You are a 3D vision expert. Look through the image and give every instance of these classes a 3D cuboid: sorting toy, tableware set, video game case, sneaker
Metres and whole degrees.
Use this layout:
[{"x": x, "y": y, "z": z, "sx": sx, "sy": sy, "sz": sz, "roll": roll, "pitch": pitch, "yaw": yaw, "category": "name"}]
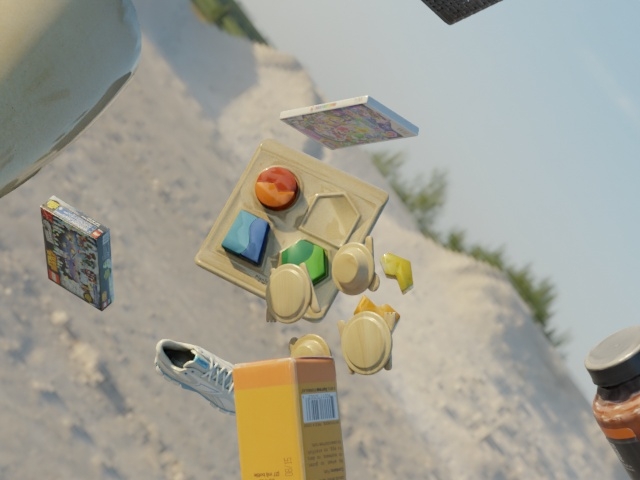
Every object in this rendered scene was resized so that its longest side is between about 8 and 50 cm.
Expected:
[{"x": 0.000, "y": 0.000, "z": 2.040, "sx": 0.307, "sy": 0.229, "sz": 0.041, "roll": 26, "pitch": -16, "yaw": 14, "category": "sorting toy"}, {"x": 0.010, "y": 0.079, "z": 1.475, "sx": 0.020, "sy": 0.169, "sz": 0.141, "roll": 6, "pitch": 70, "yaw": -50, "category": "tableware set"}, {"x": 0.030, "y": -0.122, "z": 1.492, "sx": 0.122, "sy": 0.011, "sz": 0.087, "roll": -6, "pitch": -24, "yaw": 42, "category": "video game case"}, {"x": -0.163, "y": 0.198, "z": 2.090, "sx": 0.191, "sy": 0.071, "sz": 0.083, "roll": 20, "pitch": -22, "yaw": 12, "category": "sneaker"}]

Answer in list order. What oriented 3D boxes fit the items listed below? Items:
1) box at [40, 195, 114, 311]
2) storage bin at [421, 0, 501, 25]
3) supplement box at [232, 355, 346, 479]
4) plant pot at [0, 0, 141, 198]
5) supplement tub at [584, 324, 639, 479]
[{"x": -0.306, "y": 0.018, "z": 1.797, "sx": 0.094, "sy": 0.027, "sz": 0.137, "roll": 29, "pitch": -39, "yaw": 22, "category": "box"}, {"x": 0.159, "y": -0.372, "z": 1.755, "sx": 0.122, "sy": 0.084, "sz": 0.180, "roll": 33, "pitch": 45, "yaw": -45, "category": "storage bin"}, {"x": -0.025, "y": 0.230, "z": 1.364, "sx": 0.080, "sy": 0.078, "sz": 0.233, "roll": 8, "pitch": 75, "yaw": -55, "category": "supplement box"}, {"x": -0.348, "y": -0.152, "z": 1.463, "sx": 0.256, "sy": 0.256, "sz": 0.274, "roll": 51, "pitch": 37, "yaw": -28, "category": "plant pot"}, {"x": 0.321, "y": 0.177, "z": 1.316, "sx": 0.198, "sy": 0.106, "sz": 0.106, "roll": 58, "pitch": 2, "yaw": -12, "category": "supplement tub"}]
